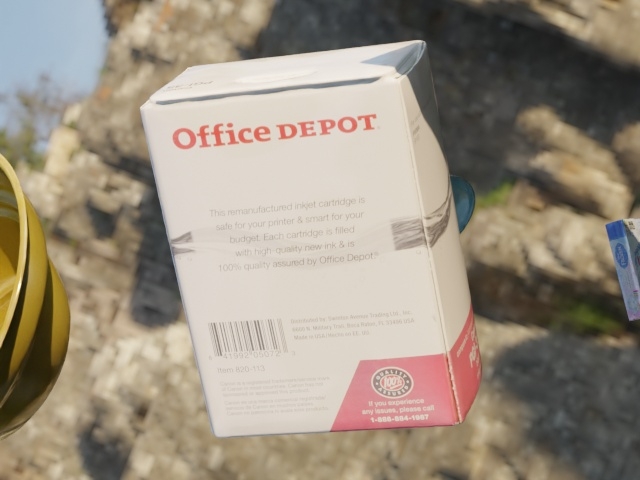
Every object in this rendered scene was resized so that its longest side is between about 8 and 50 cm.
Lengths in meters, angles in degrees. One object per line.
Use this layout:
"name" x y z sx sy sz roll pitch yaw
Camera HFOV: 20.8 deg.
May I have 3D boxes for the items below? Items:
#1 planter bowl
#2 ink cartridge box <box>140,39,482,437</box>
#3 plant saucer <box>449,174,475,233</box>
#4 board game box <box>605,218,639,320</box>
"planter bowl" -0.215 0.057 1.045 0.090 0.217 0.217 29 -101 -41
"ink cartridge box" 0.000 0.000 1.346 0.117 0.207 0.283 -55 -43 -64
"plant saucer" 0.081 -0.021 1.555 0.119 0.021 0.119 -21 -37 -16
"board game box" 0.293 0.025 1.577 0.090 0.020 0.090 -2 -104 -58
